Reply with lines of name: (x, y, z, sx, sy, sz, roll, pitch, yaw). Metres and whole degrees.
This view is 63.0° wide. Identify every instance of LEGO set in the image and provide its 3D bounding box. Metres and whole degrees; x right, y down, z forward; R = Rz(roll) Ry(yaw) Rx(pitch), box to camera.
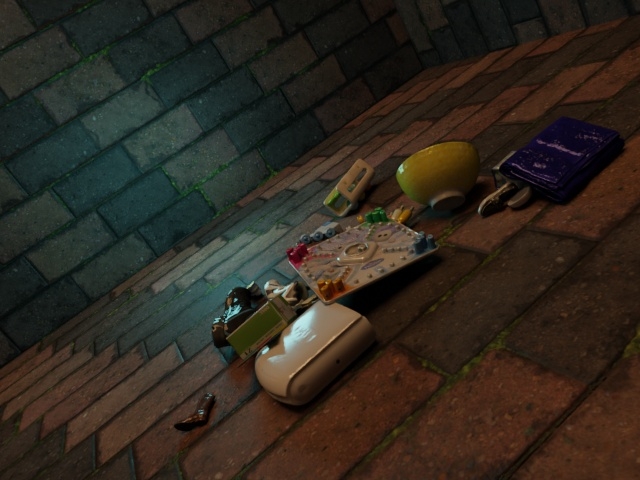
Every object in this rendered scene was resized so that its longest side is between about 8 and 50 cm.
LEGO set: (0.151, -0.031, 1.941, 0.087, 0.093, 0.227, -31, 20, 1)

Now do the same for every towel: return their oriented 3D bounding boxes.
towel: (0.720, -0.260, 1.558, 0.308, 0.076, 0.227, -36, 49, -18)

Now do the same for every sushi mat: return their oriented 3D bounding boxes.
sushi mat: (0.073, 0.117, 1.683, 0.316, 0.019, 0.151, -34, -1, -34)

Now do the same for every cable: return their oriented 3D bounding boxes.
cable: (0.231, -0.017, 1.825, 0.139, 0.072, 0.287, -19, 24, 44)

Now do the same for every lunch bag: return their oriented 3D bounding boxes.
lunch bag: (0.645, -0.216, 1.653, 0.129, 0.096, 0.151, -41, 31, -24)

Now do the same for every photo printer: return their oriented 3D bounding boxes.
photo printer: (-0.032, 0.302, 1.420, 0.307, 0.107, 0.256, -39, 21, -17)

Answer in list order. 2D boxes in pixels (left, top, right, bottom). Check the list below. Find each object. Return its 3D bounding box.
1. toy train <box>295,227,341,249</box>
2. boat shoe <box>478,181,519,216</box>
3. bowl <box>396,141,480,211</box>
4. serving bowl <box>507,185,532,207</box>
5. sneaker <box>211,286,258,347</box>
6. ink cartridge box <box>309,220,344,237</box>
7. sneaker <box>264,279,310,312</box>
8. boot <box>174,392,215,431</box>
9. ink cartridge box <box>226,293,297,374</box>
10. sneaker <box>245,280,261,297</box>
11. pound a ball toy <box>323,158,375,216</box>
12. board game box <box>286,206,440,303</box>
toy train: (-0.001, 0.021, 2.014, 0.184, 0.105, 0.080, -14, -20, -1)
boat shoe: (0.552, -0.126, 1.621, 0.142, 0.049, 0.040, -44, 24, 12)
bowl: (0.419, -0.193, 1.793, 0.289, 0.289, 0.156, -22, 66, 25)
serving bowl: (0.610, -0.127, 1.582, 0.083, 0.027, 0.083, -45, 2, 2)
sneaker: (-0.281, 0.276, 1.873, 0.139, 0.125, 0.341, -3, 24, 5)
ink cartridge box: (0.000, 0.000, 2.132, 0.180, 0.060, 0.104, -39, 22, -17)
sneaker: (-0.107, 0.185, 1.819, 0.153, 0.094, 0.235, -29, 21, 5)
boot: (-0.370, 0.504, 1.543, 0.106, 0.037, 0.114, -14, 27, 10)
ink cartridge box: (-0.192, 0.274, 1.563, 0.188, 0.097, 0.255, -41, -4, 12)
sneaker: (-0.272, 0.204, 2.076, 0.053, 0.059, 0.144, -52, 7, -19)
pound a ball toy: (0.136, -0.224, 2.401, 0.208, 0.135, 0.319, -48, 4, 46)
board game box: (0.115, 0.028, 1.666, 0.389, 0.050, 0.390, -25, 24, -11)
